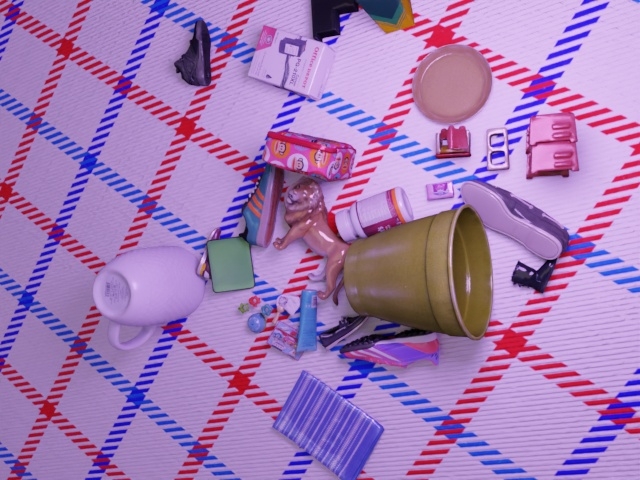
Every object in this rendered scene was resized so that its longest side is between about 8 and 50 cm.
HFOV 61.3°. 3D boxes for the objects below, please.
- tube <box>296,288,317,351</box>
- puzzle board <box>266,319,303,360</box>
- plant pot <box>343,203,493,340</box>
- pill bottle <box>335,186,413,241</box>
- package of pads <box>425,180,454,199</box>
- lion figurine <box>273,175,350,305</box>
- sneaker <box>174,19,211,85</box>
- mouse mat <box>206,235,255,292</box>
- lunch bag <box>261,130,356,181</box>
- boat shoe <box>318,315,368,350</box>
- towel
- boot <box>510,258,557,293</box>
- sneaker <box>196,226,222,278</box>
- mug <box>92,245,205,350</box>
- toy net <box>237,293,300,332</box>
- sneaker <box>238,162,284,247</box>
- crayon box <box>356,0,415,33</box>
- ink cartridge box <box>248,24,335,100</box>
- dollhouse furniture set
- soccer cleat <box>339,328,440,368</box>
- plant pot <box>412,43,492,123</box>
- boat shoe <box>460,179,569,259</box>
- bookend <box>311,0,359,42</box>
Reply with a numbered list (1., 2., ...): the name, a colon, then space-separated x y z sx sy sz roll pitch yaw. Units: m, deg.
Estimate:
1. tube: -0.041 0.268 1.801 0.052 0.080 0.207 4 92 63
2. puzzle board: -0.108 0.341 1.833 0.128 0.011 0.096 30 103 -3
3. plant pot: 0.268 0.100 1.549 0.352 0.366 0.367 -6 90 32
4. pill bottle: 0.166 -0.076 1.677 0.221 0.121 0.121 -20 85 20
5. package of pads: 0.364 -0.152 1.646 0.083 0.032 0.050 -7 91 21
6. lion figurine: 0.000 0.000 1.753 0.240 0.142 0.392 -42 92 9
7. sneaker: -0.455 -0.661 1.907 0.130 0.087 0.228 4 99 14
8. mouse mat: -0.313 0.083 1.889 0.152 0.007 0.190 -7 95 -2
9. lunch bag: -0.045 -0.264 1.660 0.258 0.293 0.120 16 102 19
10. boat shoe: 0.076 0.280 1.751 0.206 0.075 0.065 -40 81 22
11. towel: 0.020 0.625 1.804 0.336 0.040 0.243 31 102 17
12. boot: 0.614 0.086 1.556 0.099 0.045 0.121 24 101 21
13. sneaker: -0.372 0.047 1.922 0.083 0.069 0.186 20 95 -4
14. mug: -0.621 0.207 1.875 0.276 0.328 0.374 23 100 19
15. toy net: -0.168 0.230 1.859 0.232 0.045 0.122 -26 81 18
16. sneaker: -0.208 -0.131 1.823 0.121 0.108 0.302 15 99 15
17. crayon box: 0.161 -0.825 1.546 0.106 0.313 0.363 -10 89 24
18. ink cartridge box: -0.093 -0.579 1.766 0.237 0.100 0.172 23 100 19
19. dollhouse furniture set: 0.502 -0.246 1.500 0.373 0.201 0.152 -2 91 20
20. soccer cleat: 0.213 0.351 1.688 0.318 0.108 0.117 -13 92 18
21. plant pot: 0.395 -0.466 1.623 0.236 0.032 0.237 1 93 20
22. boat shoe: 0.558 -0.072 1.556 0.335 0.095 0.112 39 140 19
23. bookend: 0.055 -0.726 1.719 0.157 0.072 0.156 -3 92 20
